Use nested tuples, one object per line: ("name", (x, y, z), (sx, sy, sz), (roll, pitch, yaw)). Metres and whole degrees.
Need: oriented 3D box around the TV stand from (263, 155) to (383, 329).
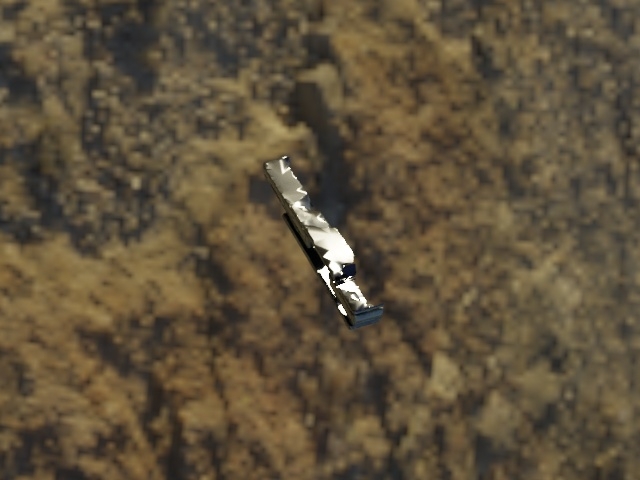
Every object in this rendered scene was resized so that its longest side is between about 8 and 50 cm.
("TV stand", (0.000, 0.000, 2.088), (0.036, 0.249, 0.042), (-17, 138, -17))
